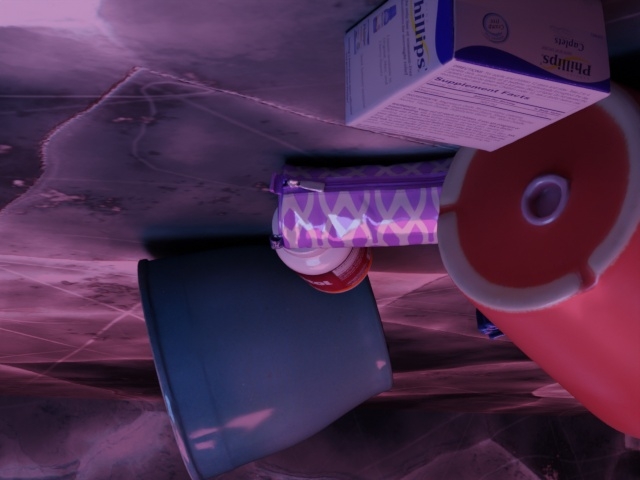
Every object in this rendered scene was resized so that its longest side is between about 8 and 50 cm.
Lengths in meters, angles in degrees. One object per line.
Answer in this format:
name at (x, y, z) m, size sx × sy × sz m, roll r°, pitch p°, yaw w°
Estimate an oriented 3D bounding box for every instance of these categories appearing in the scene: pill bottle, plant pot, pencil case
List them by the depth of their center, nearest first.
plant pot at (0.242, 0.003, 0.964) m, size 0.275 × 0.275 × 0.243 m, roll -14°, pitch 151°, yaw 41°
pencil case at (0.055, -0.039, 1.112) m, size 0.206 × 0.086 × 0.088 m, roll -3°, pitch 142°, yaw 4°
pill bottle at (0.000, 0.000, 1.242) m, size 0.086 × 0.086 × 0.152 m, roll -4°, pitch 165°, yaw 13°
plant pot at (-0.056, 0.123, 1.411) m, size 0.255 × 0.272 × 0.272 m, roll -14°, pitch 166°, yaw -4°

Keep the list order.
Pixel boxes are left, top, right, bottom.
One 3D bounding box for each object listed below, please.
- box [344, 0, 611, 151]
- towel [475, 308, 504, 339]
box at (0.101, -0.120, 0.805) m, size 0.126 × 0.072 × 0.137 m, roll 7°, pitch 164°, yaw -28°
towel at (0.352, 0.062, 1.421) m, size 0.336 × 0.040 × 0.243 m, roll -3°, pitch -169°, yaw 7°
